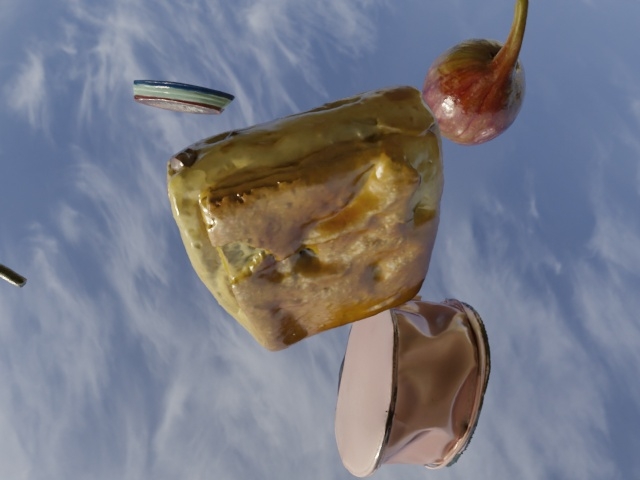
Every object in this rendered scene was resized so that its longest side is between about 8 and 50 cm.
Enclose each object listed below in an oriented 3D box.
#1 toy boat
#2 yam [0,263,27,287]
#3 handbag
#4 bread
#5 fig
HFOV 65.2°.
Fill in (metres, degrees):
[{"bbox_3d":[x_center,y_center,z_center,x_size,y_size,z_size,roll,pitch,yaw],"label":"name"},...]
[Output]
[{"bbox_3d":[-0.285,-0.294,1.036,0.229,0.080,0.045,12,-108,16],"label":"toy boat"},{"bbox_3d":[-0.658,0.024,0.935,0.234,0.029,0.027,31,-123,-3],"label":"yam"},{"bbox_3d":[0.096,0.158,0.565,0.117,0.179,0.204,12,-96,-14],"label":"handbag"},{"bbox_3d":[0.000,0.000,0.422,0.211,0.235,0.099,-17,-128,-8],"label":"bread"},{"bbox_3d":[0.256,-0.249,0.792,0.175,0.207,0.174,2,-97,-15],"label":"fig"}]
